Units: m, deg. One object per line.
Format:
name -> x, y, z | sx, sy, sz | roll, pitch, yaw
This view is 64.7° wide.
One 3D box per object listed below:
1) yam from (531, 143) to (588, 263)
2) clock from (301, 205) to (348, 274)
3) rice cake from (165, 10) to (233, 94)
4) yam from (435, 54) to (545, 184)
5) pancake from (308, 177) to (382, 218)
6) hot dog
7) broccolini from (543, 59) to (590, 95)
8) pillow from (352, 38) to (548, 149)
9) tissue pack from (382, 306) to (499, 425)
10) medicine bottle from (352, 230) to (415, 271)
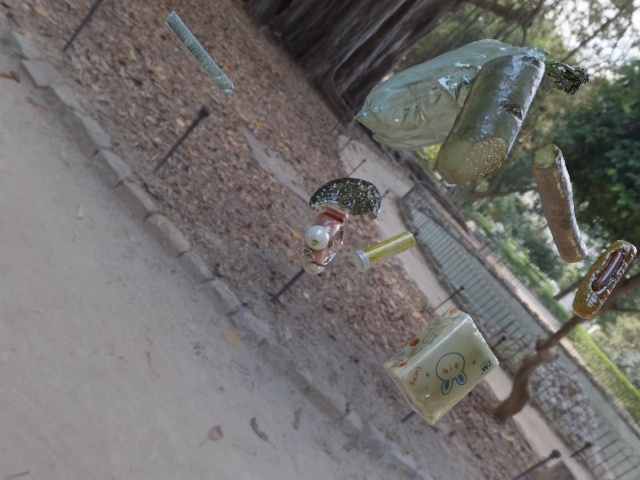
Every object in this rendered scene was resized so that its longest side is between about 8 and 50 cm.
yam -> 0.572, -0.070, 1.203 | 0.357, 0.081, 0.081 | 53, 10, -34
clock -> 0.000, 0.000, 1.438 | 0.092, 0.166, 0.162 | 24, 46, 15
rice cake -> -0.271, -0.421, 1.150 | 0.211, 0.034, 0.043 | 50, 0, -29
yam -> 0.180, -0.126, 0.537 | 0.069, 0.147, 0.070 | 26, -4, 2
pancake -> 0.073, -0.104, 1.349 | 0.190, 0.184, 0.020 | 44, -24, 36
hot dog -> 0.646, 0.083, 1.156 | 0.066, 0.216, 0.047 | 36, -11, 25
broccolini -> 0.567, -0.437, 1.327 | 0.391, 0.078, 0.074 | -4, 79, -29
pillow -> 0.217, -0.247, 0.882 | 0.283, 0.309, 0.139 | -32, 104, -72
tissue pack -> 0.249, 0.254, 1.036 | 0.148, 0.196, 0.092 | 55, -13, -18
medicine bottle -> 0.218, 0.033, 1.724 | 0.074, 0.218, 0.074 | 53, -24, 36
